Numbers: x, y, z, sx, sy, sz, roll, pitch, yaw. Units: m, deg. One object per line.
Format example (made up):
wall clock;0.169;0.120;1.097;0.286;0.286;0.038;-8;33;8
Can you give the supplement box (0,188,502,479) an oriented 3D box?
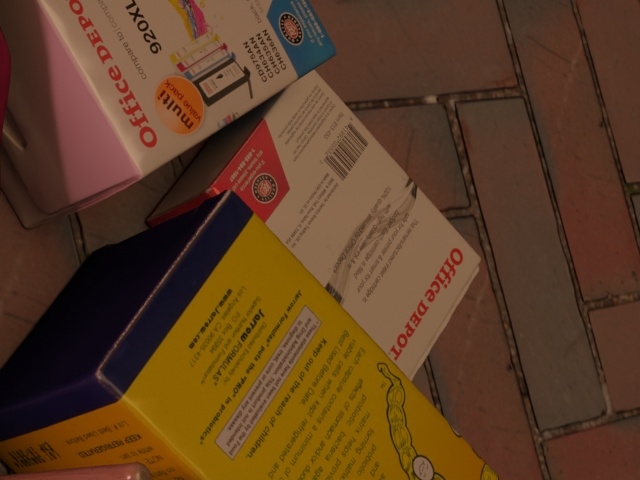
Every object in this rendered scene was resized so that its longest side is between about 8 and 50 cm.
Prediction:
supplement box;-0.049;0.170;1.337;0.356;0.194;0.195;48;52;-18

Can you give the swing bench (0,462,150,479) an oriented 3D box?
swing bench;-0.246;0.258;1.131;0.253;0.255;0.165;-50;132;-37

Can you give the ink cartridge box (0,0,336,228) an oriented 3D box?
ink cartridge box;-0.146;-0.146;1.376;0.233;0.168;0.171;-37;101;-40

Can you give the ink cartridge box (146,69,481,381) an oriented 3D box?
ink cartridge box;0.000;0.000;1.495;0.237;0.100;0.172;47;52;-16

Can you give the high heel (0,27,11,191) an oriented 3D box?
high heel;-0.264;-0.071;1.230;0.082;0.244;0.117;8;43;0
